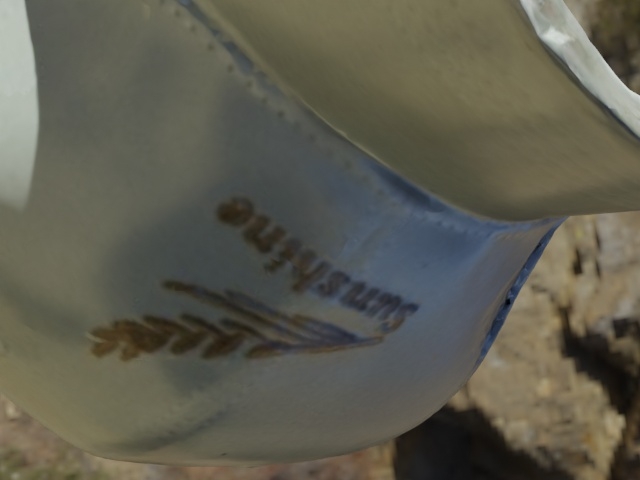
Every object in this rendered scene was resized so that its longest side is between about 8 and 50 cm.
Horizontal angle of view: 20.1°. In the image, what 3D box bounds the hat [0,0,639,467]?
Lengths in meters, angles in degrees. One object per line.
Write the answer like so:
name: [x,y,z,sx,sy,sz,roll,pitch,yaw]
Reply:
hat: [0.000,-0.006,0.530,0.258,0.301,0.168,25,77,-29]
